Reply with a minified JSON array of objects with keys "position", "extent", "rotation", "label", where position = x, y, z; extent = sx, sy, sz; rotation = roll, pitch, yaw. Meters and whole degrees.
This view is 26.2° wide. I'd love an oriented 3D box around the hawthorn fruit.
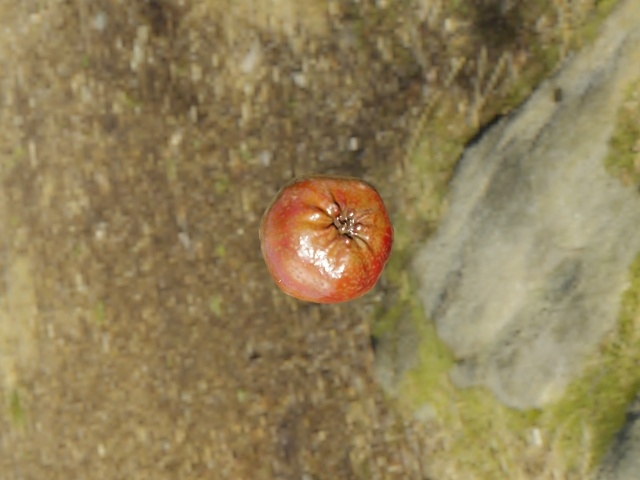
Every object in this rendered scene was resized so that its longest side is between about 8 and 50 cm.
[{"position":[0.000,0.000,1.808],"extent":[0.200,0.179,0.179],"rotation":[157,103,-70],"label":"hawthorn fruit"}]
